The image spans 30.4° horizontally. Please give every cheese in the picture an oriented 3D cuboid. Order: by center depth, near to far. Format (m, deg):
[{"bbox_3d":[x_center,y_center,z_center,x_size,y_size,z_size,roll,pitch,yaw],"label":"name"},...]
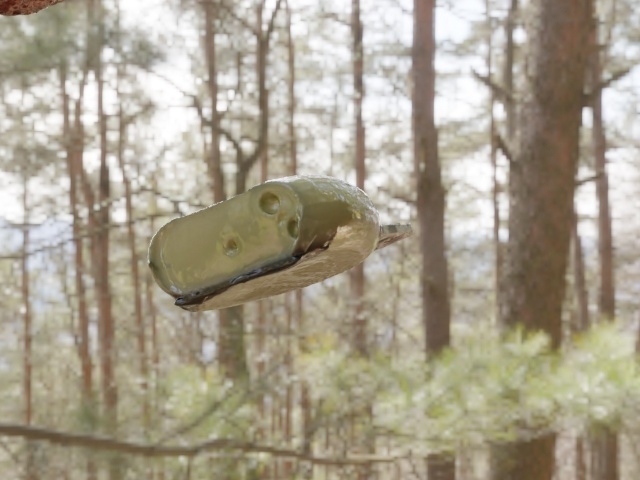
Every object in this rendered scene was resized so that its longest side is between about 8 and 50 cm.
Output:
[{"bbox_3d":[0.000,0.000,0.762,0.127,0.054,0.251,-21,-8,24],"label":"cheese"}]

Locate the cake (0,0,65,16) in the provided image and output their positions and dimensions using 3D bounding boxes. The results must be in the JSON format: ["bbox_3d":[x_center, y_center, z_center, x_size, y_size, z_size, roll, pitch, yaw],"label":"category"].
[{"bbox_3d":[-0.218,-0.270,0.726,0.151,0.177,0.283,-29,-48,34],"label":"cake"}]
